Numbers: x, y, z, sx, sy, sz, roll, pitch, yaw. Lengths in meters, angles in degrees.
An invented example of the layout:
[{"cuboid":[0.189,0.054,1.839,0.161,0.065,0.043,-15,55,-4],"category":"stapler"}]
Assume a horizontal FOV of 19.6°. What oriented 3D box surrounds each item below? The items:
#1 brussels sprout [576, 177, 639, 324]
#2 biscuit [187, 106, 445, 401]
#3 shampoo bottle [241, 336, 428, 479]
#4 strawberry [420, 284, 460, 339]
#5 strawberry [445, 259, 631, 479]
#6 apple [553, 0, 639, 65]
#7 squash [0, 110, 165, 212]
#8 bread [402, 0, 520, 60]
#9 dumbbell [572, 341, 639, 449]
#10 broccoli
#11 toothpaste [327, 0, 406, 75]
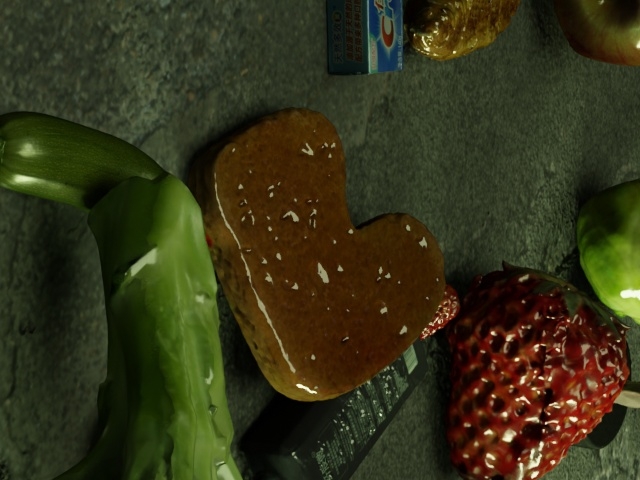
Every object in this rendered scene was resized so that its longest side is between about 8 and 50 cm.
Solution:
[{"cuboid":[0.406,0.021,2.241,0.223,0.223,0.161,-8,139,-56],"category":"brussels sprout"},{"cuboid":[-0.001,0.000,1.725,0.262,0.052,0.277,-42,113,-44],"category":"biscuit"},{"cuboid":[0.002,0.181,1.767,0.309,0.071,0.098,-50,133,-42],"category":"shampoo bottle"},{"cuboid":[0.102,0.069,1.902,0.073,0.083,0.073,6,83,-50],"category":"strawberry"},{"cuboid":[0.218,0.158,2.009,0.205,0.205,0.244,18,100,-56],"category":"strawberry"},{"cuboid":[0.373,-0.306,2.152,0.188,0.211,0.211,-43,128,-55],"category":"apple"},{"cuboid":[-0.188,-0.056,1.460,0.258,0.069,0.069,23,75,-56],"category":"squash"},{"cuboid":[0.137,-0.244,1.922,0.233,0.076,0.105,-32,132,-59],"category":"bread"},{"cuboid":[0.396,0.186,2.233,0.152,0.218,0.153,-13,106,-55],"category":"dumbbell"},{"cuboid":[-0.145,0.165,1.350,0.353,0.274,0.397,-57,140,-77],"category":"broccoli"},{"cuboid":[0.042,-0.297,1.793,0.066,0.053,0.272,-14,105,-55],"category":"toothpaste"}]
